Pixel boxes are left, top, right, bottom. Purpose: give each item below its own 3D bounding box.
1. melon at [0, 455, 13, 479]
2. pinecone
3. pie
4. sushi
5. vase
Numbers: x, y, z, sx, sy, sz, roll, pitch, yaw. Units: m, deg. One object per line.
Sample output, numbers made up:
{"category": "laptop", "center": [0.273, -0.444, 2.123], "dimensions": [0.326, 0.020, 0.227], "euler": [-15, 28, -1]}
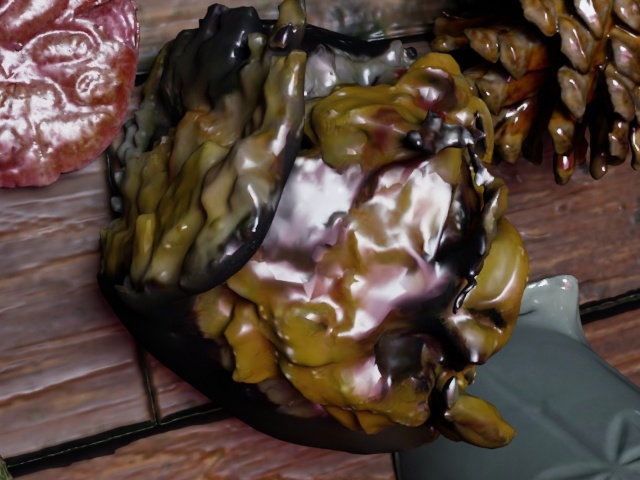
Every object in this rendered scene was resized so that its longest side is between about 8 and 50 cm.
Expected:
{"category": "melon", "center": [-0.205, 0.135, 0.531], "dimensions": [0.097, 0.054, 0.182], "euler": [-6, 96, -7]}
{"category": "pinecone", "center": [0.152, -0.122, 0.602], "dimensions": [0.195, 0.150, 0.179], "euler": [-37, 107, -16]}
{"category": "pie", "center": [-0.163, -0.104, 0.532], "dimensions": [0.154, 0.036, 0.155], "euler": [-2, 95, -23]}
{"category": "sushi", "center": [0.003, 0.001, 0.522], "dimensions": [0.204, 0.200, 0.213], "euler": [21, 84, -26]}
{"category": "vase", "center": [0.155, 0.163, 0.554], "dimensions": [0.156, 0.301, 0.251], "euler": [25, 92, -22]}
